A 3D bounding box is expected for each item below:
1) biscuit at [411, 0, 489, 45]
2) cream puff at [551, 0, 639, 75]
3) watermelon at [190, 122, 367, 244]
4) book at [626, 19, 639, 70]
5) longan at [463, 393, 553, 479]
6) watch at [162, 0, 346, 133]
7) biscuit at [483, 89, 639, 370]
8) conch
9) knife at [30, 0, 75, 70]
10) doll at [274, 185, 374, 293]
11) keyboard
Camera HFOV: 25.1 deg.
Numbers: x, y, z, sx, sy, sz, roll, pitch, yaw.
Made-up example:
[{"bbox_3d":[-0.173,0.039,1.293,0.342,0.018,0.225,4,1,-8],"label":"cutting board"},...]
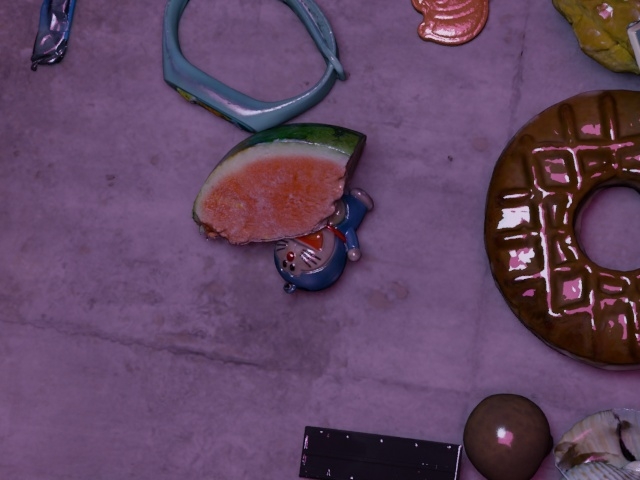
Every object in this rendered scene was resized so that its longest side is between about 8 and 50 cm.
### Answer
[{"bbox_3d":[0.159,-0.304,1.768,0.102,0.019,0.131,-5,81,3],"label":"biscuit"},{"bbox_3d":[0.406,-0.310,1.654,0.281,0.185,0.282,-3,78,16],"label":"cream puff"},{"bbox_3d":[-0.045,-0.094,1.699,0.231,0.146,0.128,-7,123,22],"label":"watermelon"},{"bbox_3d":[0.500,-0.112,1.590,0.264,0.031,0.379,-27,104,-21],"label":"book"},{"bbox_3d":[0.221,0.231,1.654,0.119,0.106,0.106,19,82,-34],"label":"longan"},{"bbox_3d":[-0.084,-0.236,1.762,0.237,0.068,0.195,31,84,12],"label":"watch"},{"bbox_3d":[0.348,-0.016,1.669,0.331,0.103,0.332,-1,83,5],"label":"biscuit"},{"bbox_3d":[0.328,0.268,1.633,0.153,0.102,0.135,-24,62,-20],"label":"conch"},{"bbox_3d":[-0.319,-0.357,1.817,0.044,0.026,0.297,8,83,18],"label":"knife"},{"bbox_3d":[0.000,0.000,1.710,0.114,0.085,0.152,27,75,31],"label":"doll"},{"bbox_3d":[0.068,0.259,1.676,0.198,0.010,0.064,4,80,23],"label":"keyboard"}]
